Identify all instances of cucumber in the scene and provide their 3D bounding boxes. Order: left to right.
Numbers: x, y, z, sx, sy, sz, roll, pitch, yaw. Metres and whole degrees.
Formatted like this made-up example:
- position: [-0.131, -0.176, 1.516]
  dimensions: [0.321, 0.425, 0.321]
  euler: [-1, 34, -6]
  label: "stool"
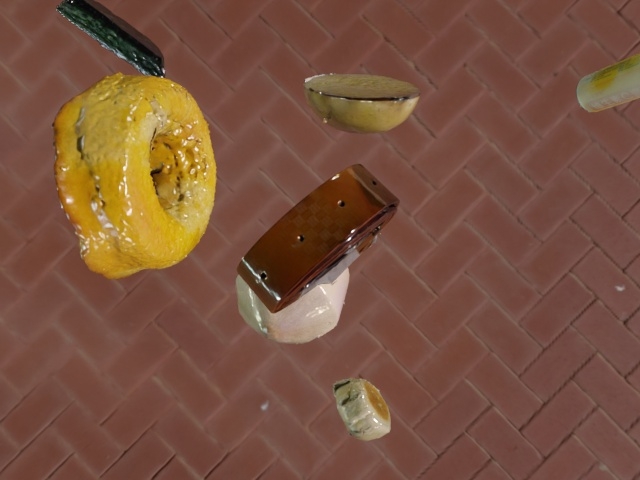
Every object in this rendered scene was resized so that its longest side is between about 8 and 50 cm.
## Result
- position: [-0.343, -0.352, 1.044]
  dimensions: [0.220, 0.070, 0.046]
  euler: [38, 119, -3]
  label: "cucumber"

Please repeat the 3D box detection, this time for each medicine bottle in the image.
- position: [0.471, -0.241, 0.866]
  dimensions: [0.073, 0.218, 0.074]
  euler: [1, 87, -18]
  label: "medicine bottle"

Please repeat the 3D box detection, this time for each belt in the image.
- position: [0.000, 0.000, 0.921]
  dimensions: [0.261, 0.184, 0.105]
  euler: [-40, 78, -21]
  label: "belt"

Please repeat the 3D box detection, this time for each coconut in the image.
- position: [-0.058, 0.097, 1.160]
  dimensions: [0.224, 0.224, 0.234]
  euler: [10, 49, 2]
  label: "coconut"

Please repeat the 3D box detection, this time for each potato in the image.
- position: [0.079, -0.282, 1.278]
  dimensions: [0.238, 0.299, 0.116]
  euler: [-2, 112, -18]
  label: "potato"

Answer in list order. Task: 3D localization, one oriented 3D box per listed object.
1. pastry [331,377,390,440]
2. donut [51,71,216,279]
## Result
- position: [0.099, 0.396, 1.425]
  dimensions: [0.088, 0.166, 0.166]
  euler: [-33, 87, 12]
  label: "pastry"
- position: [-0.216, -0.078, 0.722]
  dimensions: [0.118, 0.253, 0.254]
  euler: [2, 87, 18]
  label: "donut"
